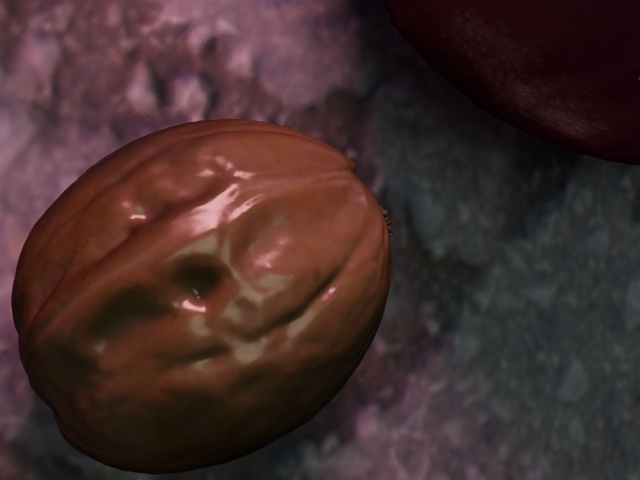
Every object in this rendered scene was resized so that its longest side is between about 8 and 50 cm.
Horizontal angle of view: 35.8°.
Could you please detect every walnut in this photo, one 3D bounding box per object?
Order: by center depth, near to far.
[{"bbox_3d":[-0.049,0.021,0.418,0.162,0.140,0.140,-35,101,7],"label":"walnut"}]

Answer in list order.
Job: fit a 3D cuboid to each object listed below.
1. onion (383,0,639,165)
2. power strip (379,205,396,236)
[{"bbox_3d":[0.194,-0.200,0.467,0.358,0.345,0.358,-17,126,-24],"label":"onion"},{"bbox_3d":[0.000,0.000,0.499,0.083,0.035,0.055,-14,91,-23],"label":"power strip"}]
